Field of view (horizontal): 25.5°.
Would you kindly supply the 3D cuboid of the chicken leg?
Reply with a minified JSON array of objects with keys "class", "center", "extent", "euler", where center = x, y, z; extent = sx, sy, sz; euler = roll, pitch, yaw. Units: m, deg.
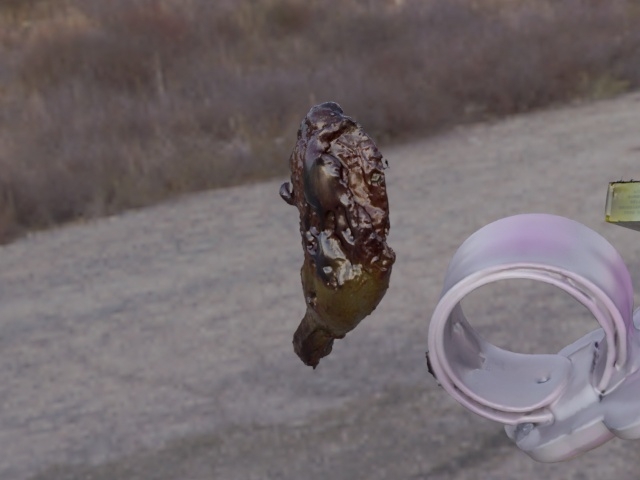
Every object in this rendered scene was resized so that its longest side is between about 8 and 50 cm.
[{"class":"chicken leg","center":[0.007,0.005,1.584],"extent":[0.083,0.322,0.177],"euler":[-14,15,-30]}]

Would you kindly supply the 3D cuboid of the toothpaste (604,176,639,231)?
[{"class":"toothpaste","center":[0.551,-0.053,2.000],"extent":[0.089,0.071,0.313],"euler":[14,-10,-37]}]

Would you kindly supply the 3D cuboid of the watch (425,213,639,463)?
[{"class":"watch","center":[0.230,0.085,1.350],"extent":[0.248,0.217,0.211],"euler":[-33,16,30]}]
